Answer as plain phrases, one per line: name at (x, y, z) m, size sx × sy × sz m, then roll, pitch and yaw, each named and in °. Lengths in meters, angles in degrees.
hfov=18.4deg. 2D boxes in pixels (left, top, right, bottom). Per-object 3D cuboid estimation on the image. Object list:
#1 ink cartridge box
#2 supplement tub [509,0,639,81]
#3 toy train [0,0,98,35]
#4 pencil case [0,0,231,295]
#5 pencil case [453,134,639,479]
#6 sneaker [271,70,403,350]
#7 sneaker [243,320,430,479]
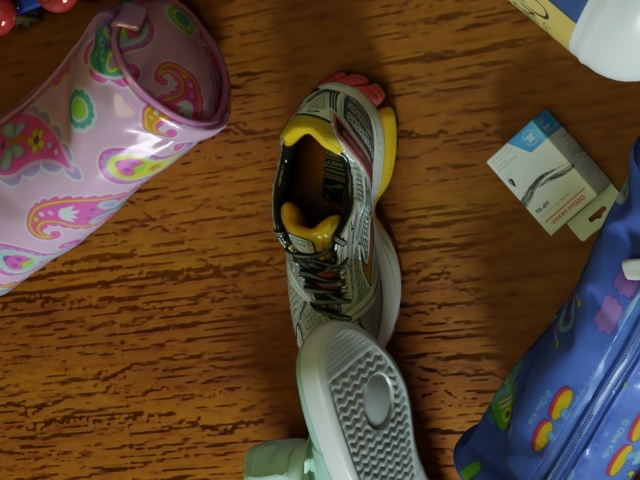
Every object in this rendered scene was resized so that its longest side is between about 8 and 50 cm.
ink cartridge box at (0.157, -0.039, 1.312) m, size 0.083 × 0.028 × 0.048 m, roll 49°, pitch 125°, yaw 4°
supplement tub at (0.164, -0.234, 1.109) m, size 0.316 × 0.228 × 0.228 m, roll 41°, pitch 124°, yaw 10°
toy train at (-0.219, -0.225, 1.411) m, size 0.248 × 0.105 × 0.143 m, roll -9°, pitch 103°, yaw 52°
pencil case at (-0.190, -0.063, 1.447) m, size 0.284 × 0.124 × 0.124 m, roll -34°, pitch 90°, yaw 36°
pencil case at (0.194, 0.067, 1.271) m, size 0.119 × 0.133 × 0.306 m, roll 33°, pitch 123°, yaw 10°
sneaker at (0.000, 0.000, 1.379) m, size 0.088 × 0.092 × 0.225 m, roll 7°, pitch 114°, yaw 26°
sneaker at (-0.008, 0.153, 1.407) m, size 0.151 × 0.094 × 0.256 m, roll 7°, pitch 137°, yaw 30°
